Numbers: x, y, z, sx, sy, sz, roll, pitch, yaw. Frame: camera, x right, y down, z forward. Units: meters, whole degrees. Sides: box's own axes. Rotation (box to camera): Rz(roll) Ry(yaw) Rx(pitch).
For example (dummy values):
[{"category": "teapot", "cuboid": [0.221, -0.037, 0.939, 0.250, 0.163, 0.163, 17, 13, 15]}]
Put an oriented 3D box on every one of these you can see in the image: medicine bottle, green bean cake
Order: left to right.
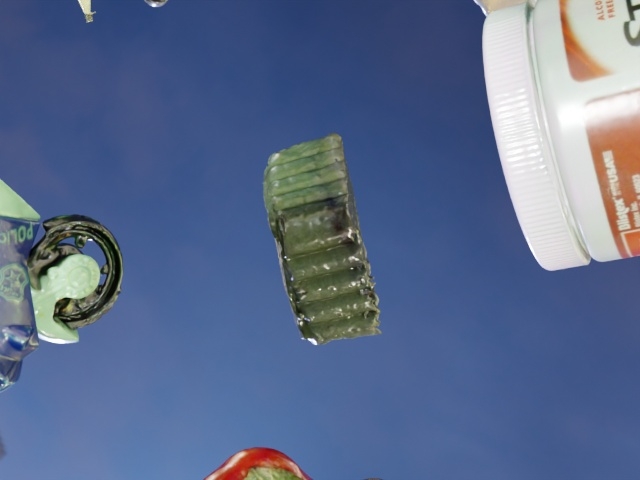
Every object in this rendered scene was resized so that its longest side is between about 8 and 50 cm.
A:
[{"category": "green bean cake", "cuboid": [0.000, 0.000, 1.180, 0.094, 0.181, 0.173, -13, -55, 3]}, {"category": "medicine bottle", "cuboid": [0.294, -0.115, 0.994, 0.241, 0.252, 0.252, -14, -59, 19]}]

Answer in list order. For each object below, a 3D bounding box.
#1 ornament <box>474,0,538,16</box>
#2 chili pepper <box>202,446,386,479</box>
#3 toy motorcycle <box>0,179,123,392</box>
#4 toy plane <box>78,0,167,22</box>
[{"category": "ornament", "cuboid": [0.193, -0.402, 1.084, 0.240, 0.239, 0.239, -30, -31, 18]}, {"category": "chili pepper", "cuboid": [-0.049, 0.230, 0.850, 0.338, 0.135, 0.131, 101, -24, -48]}, {"category": "toy motorcycle", "cuboid": [-0.312, 0.009, 0.867, 0.331, 0.196, 0.125, 36, -12, -36]}, {"category": "toy plane", "cuboid": [-0.265, -0.389, 1.598, 0.242, 0.256, 0.104, -14, -81, 66]}]
